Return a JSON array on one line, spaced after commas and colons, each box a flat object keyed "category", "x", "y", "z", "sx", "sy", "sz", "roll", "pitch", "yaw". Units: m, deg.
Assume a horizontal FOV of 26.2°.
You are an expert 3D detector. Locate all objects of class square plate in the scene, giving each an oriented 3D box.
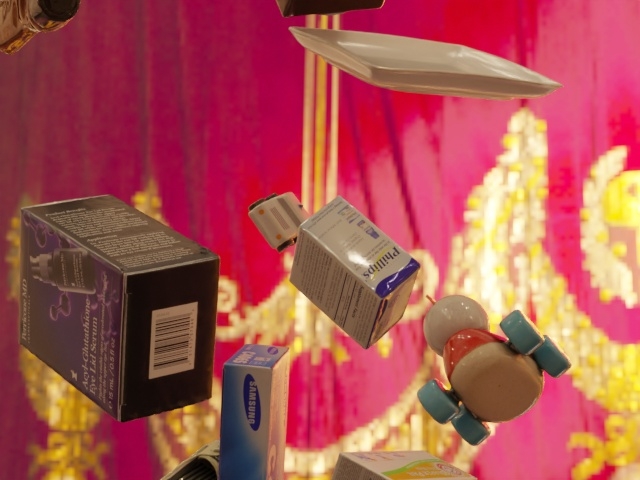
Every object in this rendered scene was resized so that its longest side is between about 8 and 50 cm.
[{"category": "square plate", "x": 0.163, "y": -0.287, "z": 2.251, "sx": 0.344, "sy": 0.049, "sz": 0.347, "roll": 3, "pitch": 17, "yaw": -25}]

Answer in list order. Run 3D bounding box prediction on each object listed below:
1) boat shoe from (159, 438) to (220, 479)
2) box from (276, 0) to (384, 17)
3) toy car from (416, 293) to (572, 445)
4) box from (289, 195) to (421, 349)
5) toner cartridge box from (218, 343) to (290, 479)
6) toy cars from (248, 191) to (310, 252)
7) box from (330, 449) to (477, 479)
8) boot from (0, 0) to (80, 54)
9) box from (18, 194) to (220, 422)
[{"category": "boat shoe", "x": -0.186, "y": 0.411, "z": 2.419, "sx": 0.302, "sy": 0.109, "sz": 0.094, "roll": -35, "pitch": -23, "yaw": -32}, {"category": "box", "x": 0.053, "y": -0.529, "z": 2.160, "sx": 0.191, "sy": 0.143, "sz": 0.381, "roll": -10, "pitch": -30, "yaw": -26}, {"category": "toy car", "x": 0.255, "y": 0.176, "z": 2.310, "sx": 0.219, "sy": 0.238, "sz": 0.210, "roll": -42, "pitch": -43, "yaw": 10}, {"category": "box", "x": 0.039, "y": 0.039, "z": 1.640, "sx": 0.072, "sy": 0.137, "sz": 0.126, "roll": -39, "pitch": -20, "yaw": -27}, {"category": "toner cartridge box", "x": -0.101, "y": 0.341, "z": 2.051, "sx": 0.075, "sy": 0.347, "sz": 0.165, "roll": 4, "pitch": 7, "yaw": 7}, {"category": "toy cars", "x": 0.000, "y": 0.000, "z": 2.550, "sx": 0.087, "sy": 0.176, "sz": 0.394, "roll": -36, "pitch": -43, "yaw": 14}, {"category": "box", "x": 0.109, "y": 0.361, "z": 1.903, "sx": 0.103, "sy": 0.114, "sz": 0.203, "roll": 23, "pitch": 8, "yaw": 39}, {"category": "boot", "x": -0.396, "y": -0.417, "z": 2.009, "sx": 0.096, "sy": 0.264, "sz": 0.280, "roll": 6, "pitch": -3, "yaw": -26}, {"category": "box", "x": -0.199, "y": 0.059, "z": 1.330, "sx": 0.108, "sy": 0.153, "sz": 0.207, "roll": -11, "pitch": 24, "yaw": -38}]
